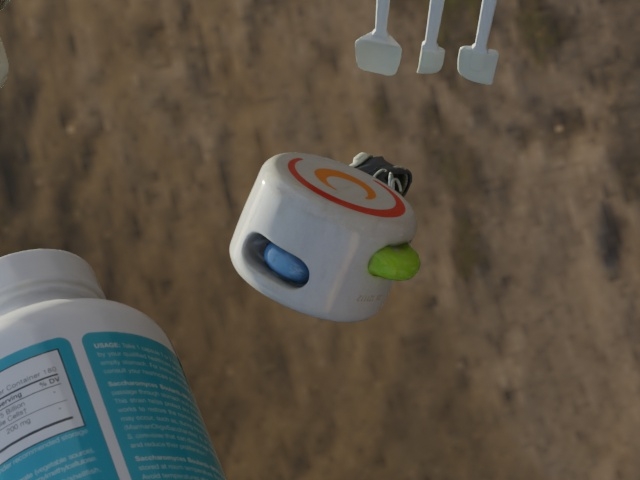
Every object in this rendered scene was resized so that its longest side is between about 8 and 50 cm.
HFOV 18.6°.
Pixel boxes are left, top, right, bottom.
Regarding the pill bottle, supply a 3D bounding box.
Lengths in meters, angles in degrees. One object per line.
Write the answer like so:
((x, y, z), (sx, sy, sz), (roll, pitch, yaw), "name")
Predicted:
((-0.125, 0.132, 1.037), (0.146, 0.146, 0.264), (112, 144, -46), "pill bottle")

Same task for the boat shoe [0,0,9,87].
((-0.289, -0.145, 1.422), (0.117, 0.096, 0.324), (37, 158, -6), "boat shoe")

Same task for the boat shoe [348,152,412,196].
((0.062, -0.047, 2.496), (0.079, 0.254, 0.095), (10, 106, 10), "boat shoe")

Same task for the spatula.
((0.125, -0.243, 2.243), (0.242, 0.168, 0.019), (91, -169, -68), "spatula")

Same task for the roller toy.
((0.000, 0.000, 2.215), (0.209, 0.191, 0.146), (-113, 43, -63), "roller toy")
